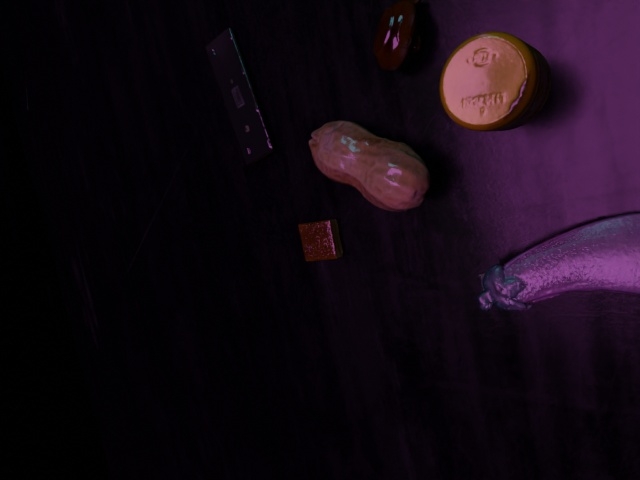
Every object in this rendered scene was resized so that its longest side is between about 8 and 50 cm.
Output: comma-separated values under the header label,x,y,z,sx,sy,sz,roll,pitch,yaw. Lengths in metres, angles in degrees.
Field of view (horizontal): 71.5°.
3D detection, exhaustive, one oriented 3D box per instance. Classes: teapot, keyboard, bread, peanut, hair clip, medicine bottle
label,x,y,z,sx,sy,sz,roll,pitch,yaw
teapot,0.146,-0.365,0.790,0.098,0.078,0.129,-144,66,-72
keyboard,-0.196,-0.347,1.085,0.106,0.027,0.317,-20,89,36
bread,0.000,0.000,1.014,0.094,0.035,0.090,-6,98,38
peanut,0.088,-0.149,0.853,0.290,0.130,0.130,35,121,33
hair clip,0.420,0.038,0.680,0.359,0.110,0.095,-19,130,35
medicine bottle,0.266,-0.219,0.637,0.122,0.212,0.121,11,108,36
